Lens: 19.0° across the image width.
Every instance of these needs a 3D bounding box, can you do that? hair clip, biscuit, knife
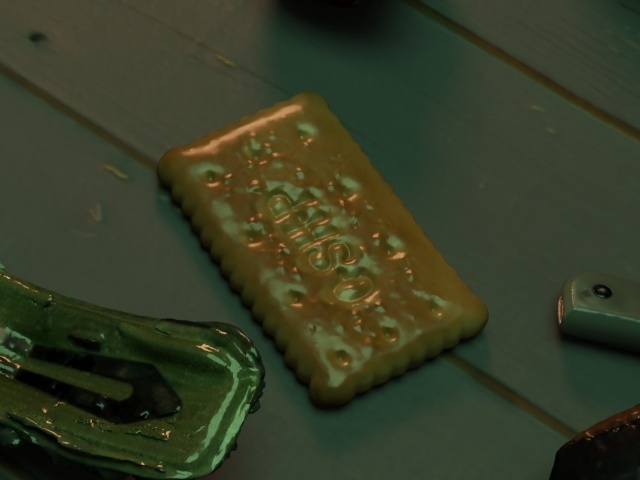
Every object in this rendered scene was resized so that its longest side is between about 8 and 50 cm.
[{"bbox_3d":[-0.195,0.089,1.325,0.321,0.091,0.138,19,63,17],"label":"hair clip"},{"bbox_3d":[0.000,-0.001,1.448,0.160,0.030,0.250,-25,64,-23],"label":"biscuit"},{"bbox_3d":[0.311,0.068,1.456,0.265,0.041,0.073,10,48,-3],"label":"knife"}]

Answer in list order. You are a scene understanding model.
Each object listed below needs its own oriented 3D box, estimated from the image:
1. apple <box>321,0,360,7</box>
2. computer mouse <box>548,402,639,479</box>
[{"bbox_3d":[0.033,-0.275,1.566,0.147,0.156,0.158,19,27,1],"label":"apple"},{"bbox_3d":[0.303,0.167,1.329,0.323,0.116,0.183,-27,71,-20],"label":"computer mouse"}]
